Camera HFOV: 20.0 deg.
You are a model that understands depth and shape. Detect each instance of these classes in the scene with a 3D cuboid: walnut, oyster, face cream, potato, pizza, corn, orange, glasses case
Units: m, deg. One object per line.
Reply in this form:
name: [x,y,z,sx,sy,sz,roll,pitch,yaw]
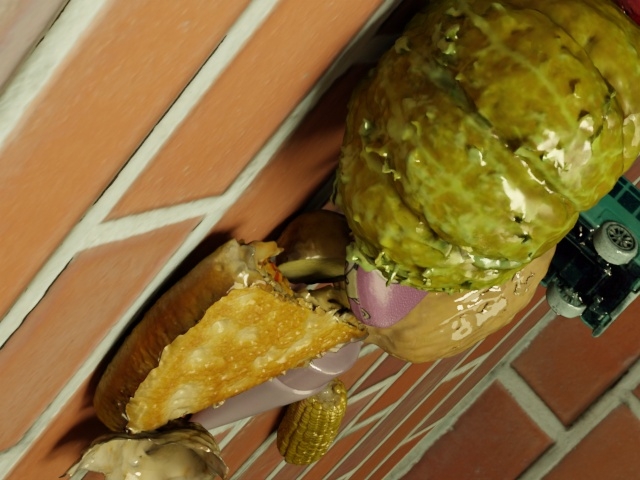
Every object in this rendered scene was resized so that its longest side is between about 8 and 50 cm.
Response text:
walnut: [0.124,0.021,1.897,0.245,0.198,0.198,-39,167,-4]
oyster: [-0.172,0.212,1.835,0.233,0.161,0.107,107,-7,-71]
face cream: [-0.059,0.151,2.051,0.154,0.096,0.274,-37,180,-36]
potato: [0.000,0.000,1.738,0.096,0.066,0.103,-12,165,15]
pizza: [-0.069,0.067,1.682,0.288,0.074,0.251,-21,157,-24]
corn: [-0.013,0.250,2.501,0.080,0.080,0.238,-37,166,-23]
orange: [0.137,-0.094,1.510,0.300,0.223,0.301,-37,173,-42]
glasses case: [0.116,-0.051,1.741,0.316,0.076,0.123,-53,148,-31]

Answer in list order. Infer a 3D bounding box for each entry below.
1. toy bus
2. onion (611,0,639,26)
toy bus: [0.263,-0.035,2.012,0.147,0.256,0.128,-39,169,-49]
onion: [0.337,-0.285,1.536,0.252,0.219,0.252,-19,-152,10]
